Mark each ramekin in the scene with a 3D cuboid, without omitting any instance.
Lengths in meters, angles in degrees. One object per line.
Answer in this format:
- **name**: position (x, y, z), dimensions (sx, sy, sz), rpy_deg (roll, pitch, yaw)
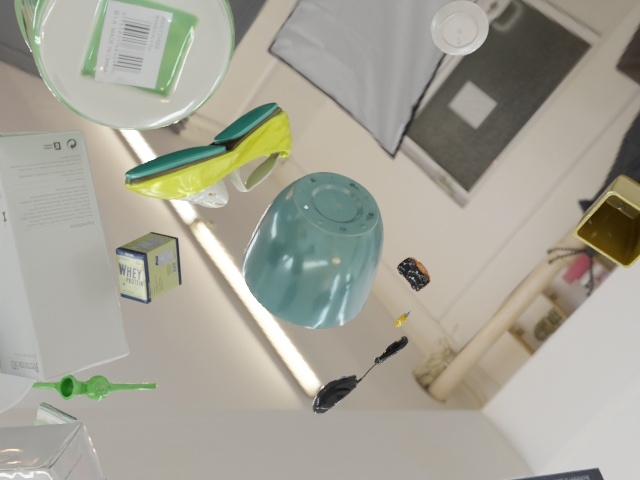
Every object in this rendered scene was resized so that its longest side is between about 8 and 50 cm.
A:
- **ramekin**: position (-0.267, -0.304, 1.027), dimensions (0.303, 0.303, 0.148), rpy_deg (26, -155, -39)

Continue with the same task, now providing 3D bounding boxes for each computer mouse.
- **computer mouse**: position (0.077, 0.264, 1.466), dimensions (0.041, 0.242, 0.071), rpy_deg (52, 167, 6)

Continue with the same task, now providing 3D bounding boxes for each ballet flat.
- **ballet flat**: position (-0.108, -0.081, 0.799), dimensions (0.231, 0.077, 0.077), rpy_deg (-37, -61, -42)

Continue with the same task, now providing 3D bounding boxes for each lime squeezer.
- **lime squeezer**: position (-0.540, 0.328, 1.662), dimensions (0.310, 0.059, 0.110), rpy_deg (1, -171, -3)

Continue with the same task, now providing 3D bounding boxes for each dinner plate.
- **dinner plate**: position (0.344, -0.522, 1.797), dimensions (0.141, 0.141, 0.017), rpy_deg (34, -144, -17)

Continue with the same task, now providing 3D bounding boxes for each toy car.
- **toy car**: position (0.143, 0.082, 1.225), dimensions (0.060, 0.122, 0.040), rpy_deg (34, -151, 12)

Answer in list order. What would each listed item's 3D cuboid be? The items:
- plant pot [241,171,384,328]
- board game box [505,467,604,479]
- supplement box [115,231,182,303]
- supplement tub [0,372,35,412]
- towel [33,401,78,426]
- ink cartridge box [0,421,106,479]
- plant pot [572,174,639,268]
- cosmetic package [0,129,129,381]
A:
- **plant pot**: position (0.000, 0.000, 1.532), dimensions (0.292, 0.235, 0.293), rpy_deg (11, -135, -11)
- **board game box**: position (0.099, 0.247, 0.472), dimensions (0.243, 0.042, 0.165), rpy_deg (-4, -131, -12)
- **supplement box**: position (-0.266, 0.042, 1.135), dimensions (0.056, 0.083, 0.083), rpy_deg (11, -156, 27)
- **supplement tub**: position (-0.726, 0.195, 1.434), dimensions (0.331, 0.241, 0.241), rpy_deg (16, 178, 39)
- **towel**: position (-0.664, 0.487, 1.796), dimensions (0.113, 0.152, 0.023), rpy_deg (22, -167, 13)
- **ink cartridge box**: position (-0.441, 0.436, 1.152), dimensions (0.117, 0.201, 0.278), rpy_deg (-66, -34, -64)
- **plant pot**: position (0.375, -0.033, 0.898), dimensions (0.081, 0.081, 0.083), rpy_deg (34, -136, 5)
- **cosmetic package**: position (-0.467, 0.027, 1.214), dimensions (0.156, 0.217, 0.385), rpy_deg (-12, -89, -41)
